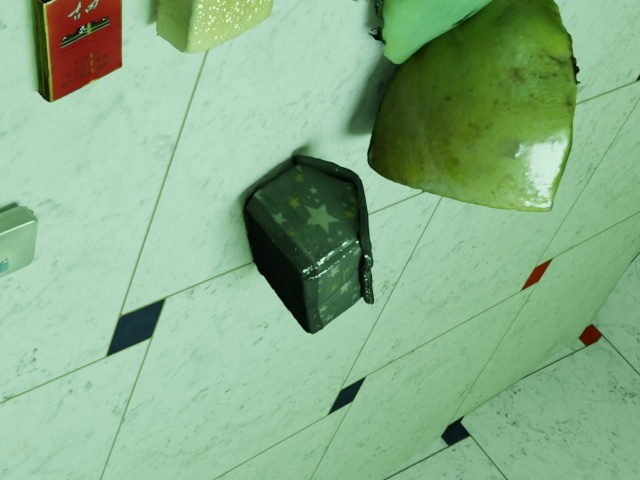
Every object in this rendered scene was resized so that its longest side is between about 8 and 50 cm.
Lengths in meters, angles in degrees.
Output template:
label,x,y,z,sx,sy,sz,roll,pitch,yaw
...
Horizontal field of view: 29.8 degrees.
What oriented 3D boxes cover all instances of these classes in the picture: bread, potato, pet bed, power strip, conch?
label,x,y,z,sx,sy,sz,roll,pitch,yaw
bread,-0.099,-0.283,1.200,0.125,0.068,0.188,-31,153,-31
potato,0.191,-0.217,1.633,0.212,0.330,0.280,0,115,-17
pet bed,0.000,0.000,1.692,0.159,0.183,0.211,-33,152,-14
power strip,-0.381,0.024,1.267,0.192,0.035,0.081,-27,150,-37
conch,0.141,-0.329,1.500,0.250,0.137,0.143,-35,-170,23

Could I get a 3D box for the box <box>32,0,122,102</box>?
label,x,y,z,sx,sy,sz,roll,pitch,yaw
box,-0.233,-0.201,1.164,0.090,0.023,0.133,-34,155,-31
